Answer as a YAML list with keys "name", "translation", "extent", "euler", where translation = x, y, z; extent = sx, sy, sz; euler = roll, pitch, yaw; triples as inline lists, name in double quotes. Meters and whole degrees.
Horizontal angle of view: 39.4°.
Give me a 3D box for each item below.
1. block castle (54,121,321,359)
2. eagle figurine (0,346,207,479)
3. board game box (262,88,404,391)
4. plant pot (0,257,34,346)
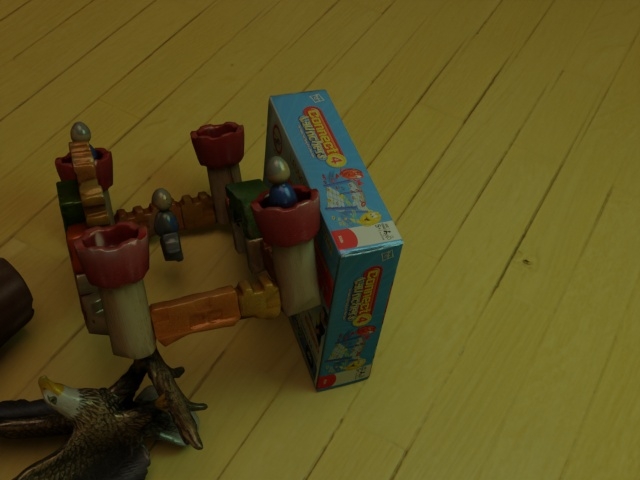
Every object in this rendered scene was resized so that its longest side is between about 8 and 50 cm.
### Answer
- name: "block castle"
  translation: [-0.200, -0.046, 1.228]
  extent: [0.303, 0.213, 0.453]
  euler: [-13, 23, -15]
- name: "eagle figurine"
  translation: [-0.308, 0.242, 1.122]
  extent: [0.298, 0.225, 0.226]
  euler: [-35, 12, 1]
- name: "board game box"
  translation: [0.000, 0.000, 1.272]
  extent: [0.086, 0.302, 0.308]
  euler: [-10, 51, -17]
- name: "plant pot"
  translation: [-0.494, 0.104, 1.214]
  extent: [0.167, 0.167, 0.165]
  euler: [28, 43, 17]
